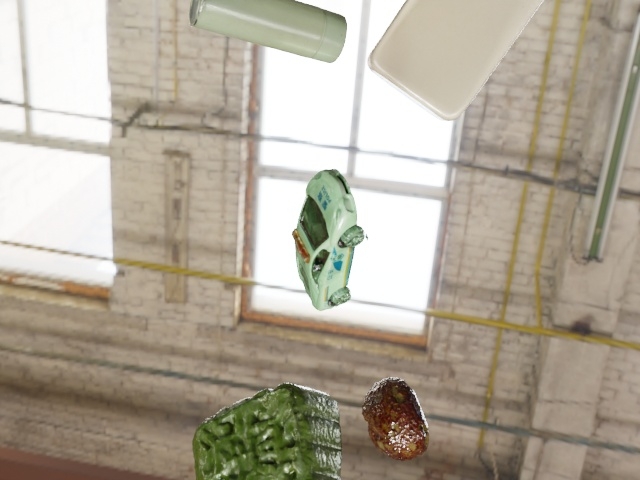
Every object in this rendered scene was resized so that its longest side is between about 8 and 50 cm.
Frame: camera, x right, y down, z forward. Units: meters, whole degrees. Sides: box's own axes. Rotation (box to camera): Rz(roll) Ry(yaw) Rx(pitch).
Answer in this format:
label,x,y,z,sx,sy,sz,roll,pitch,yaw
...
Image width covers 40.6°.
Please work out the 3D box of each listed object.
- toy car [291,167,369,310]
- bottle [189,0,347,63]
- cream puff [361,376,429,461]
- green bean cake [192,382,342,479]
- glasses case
label,x,y,z,sx,sy,sz,roll,pitch,yaw
toy car,0.000,0.000,0.923,0.058,0.186,0.093,-14,-125,-18
bottle,-0.068,-0.292,1.146,0.202,0.072,0.072,11,-159,-23
cream puff,0.118,0.299,1.419,0.084,0.149,0.149,-15,-151,-14
green bean cake,-0.070,0.348,1.242,0.125,0.222,0.248,26,-136,-50
glasses case,0.205,-0.320,1.084,0.144,0.336,0.076,36,-174,-6
